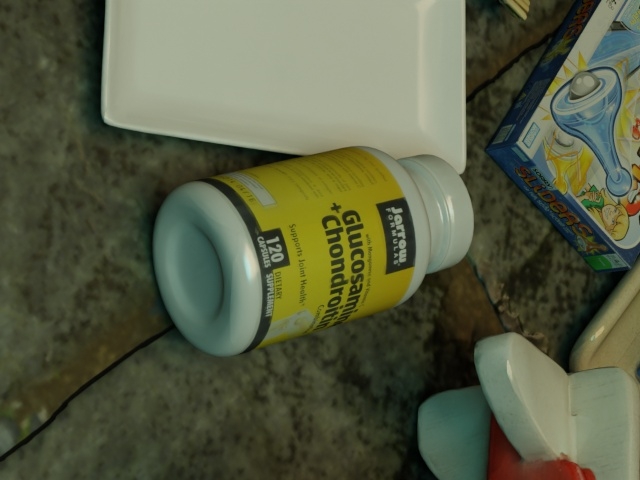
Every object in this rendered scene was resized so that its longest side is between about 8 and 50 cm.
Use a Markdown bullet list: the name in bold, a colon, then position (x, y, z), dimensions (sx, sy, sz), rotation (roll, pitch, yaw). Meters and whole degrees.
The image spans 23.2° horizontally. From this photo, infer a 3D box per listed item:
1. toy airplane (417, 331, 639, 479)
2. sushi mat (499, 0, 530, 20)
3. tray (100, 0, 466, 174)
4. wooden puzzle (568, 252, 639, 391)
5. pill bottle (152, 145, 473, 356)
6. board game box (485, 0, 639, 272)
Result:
- **toy airplane**: position (0.114, 0.254, 0.915), dimensions (0.386, 0.272, 0.384), rotation (55, 20, -7)
- **sushi mat**: position (0.057, -0.289, 1.012), dimensions (0.316, 0.019, 0.151), rotation (36, 59, -40)
- **tray**: position (-0.020, -0.123, 0.976), dimensions (0.270, 0.030, 0.145), rotation (6, 82, -35)
- **wooden puzzle**: position (0.374, 0.098, 1.197), dimensions (0.348, 0.080, 0.322), rotation (52, 59, -19)
- **pill bottle**: position (0.000, 0.000, 0.930), dimensions (0.184, 0.103, 0.103), rotation (-15, 93, -35)
- **board game box**: position (0.216, -0.096, 1.136), dimensions (0.136, 0.035, 0.201), rotation (44, 62, -23)
